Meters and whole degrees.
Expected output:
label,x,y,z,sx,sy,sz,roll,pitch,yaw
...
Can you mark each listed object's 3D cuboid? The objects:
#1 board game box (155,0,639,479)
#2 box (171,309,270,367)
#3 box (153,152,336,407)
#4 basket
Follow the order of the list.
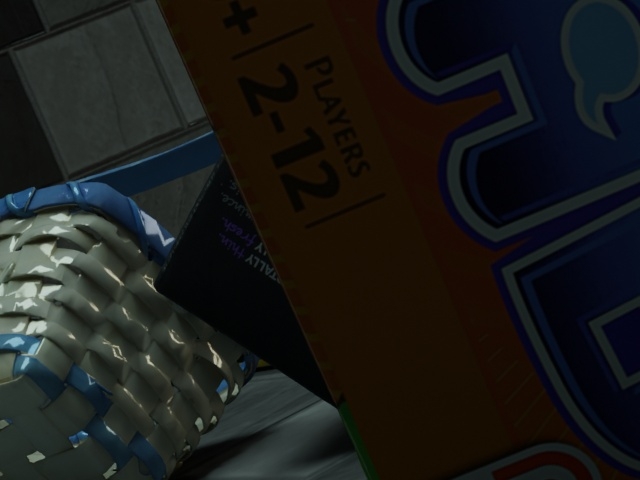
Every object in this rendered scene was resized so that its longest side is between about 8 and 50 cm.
label,x,y,z,sx,sy,sz,roll,pitch,yaw
board game box,0.122,-0.131,0.789,0.356,0.356,0.356,-23,18,1
box,0.014,0.020,1.700,0.322,0.079,0.257,-26,8,-32
box,0.054,-0.055,1.110,0.270,0.165,0.143,-60,-9,20
basket,-0.164,0.049,1.292,0.255,0.201,0.289,-18,38,38
